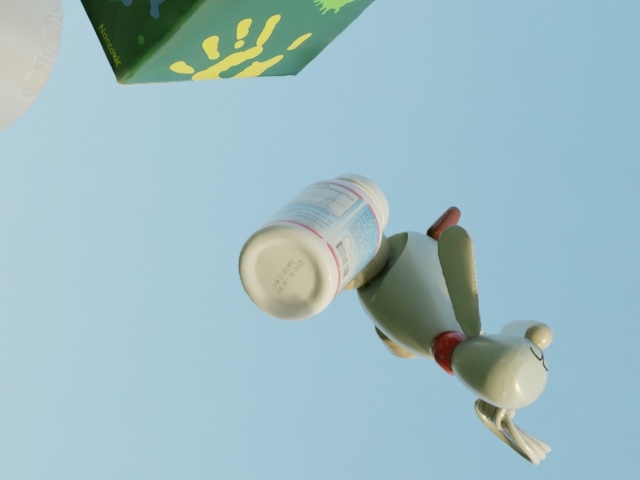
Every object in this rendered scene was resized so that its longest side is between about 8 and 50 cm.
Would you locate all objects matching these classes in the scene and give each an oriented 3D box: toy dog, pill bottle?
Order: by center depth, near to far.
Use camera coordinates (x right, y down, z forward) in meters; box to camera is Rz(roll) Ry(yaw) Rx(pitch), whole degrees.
[{"bbox_3d":[0.000,0.000,1.596,0.087,0.160,0.087,9,-66,21],"label":"pill bottle"},{"bbox_3d":[0.146,0.057,1.930,0.161,0.220,0.334,-47,-126,-8],"label":"toy dog"}]

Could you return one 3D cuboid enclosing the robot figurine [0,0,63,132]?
[{"bbox_3d":[-0.315,-0.174,1.357,0.200,0.353,0.300,-23,-99,12],"label":"robot figurine"}]

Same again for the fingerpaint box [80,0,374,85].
[{"bbox_3d":[-0.057,-0.376,1.114,0.371,0.163,0.444,-39,-110,41],"label":"fingerpaint box"}]
